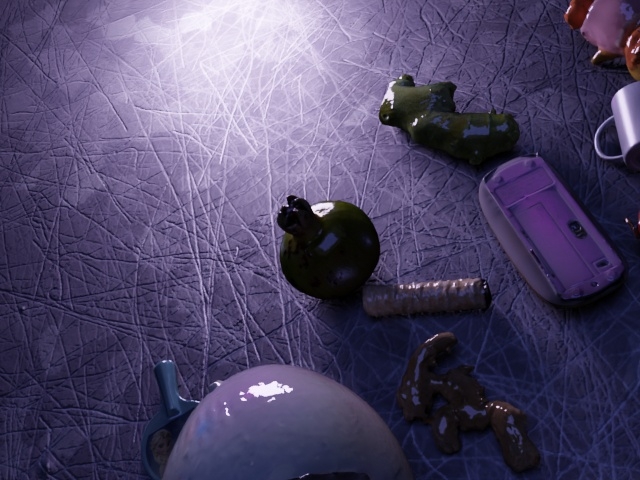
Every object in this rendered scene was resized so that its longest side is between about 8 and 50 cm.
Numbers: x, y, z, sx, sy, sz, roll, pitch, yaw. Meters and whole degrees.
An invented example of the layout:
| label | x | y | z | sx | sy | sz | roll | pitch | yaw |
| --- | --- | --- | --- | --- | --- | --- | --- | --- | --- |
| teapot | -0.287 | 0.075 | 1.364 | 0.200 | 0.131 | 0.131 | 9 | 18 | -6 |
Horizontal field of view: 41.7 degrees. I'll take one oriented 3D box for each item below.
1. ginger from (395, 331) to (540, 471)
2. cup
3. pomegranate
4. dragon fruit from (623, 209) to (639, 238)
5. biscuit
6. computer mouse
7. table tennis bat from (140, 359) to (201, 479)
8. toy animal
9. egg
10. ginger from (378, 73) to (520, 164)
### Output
| label | x | y | z | sx | sy | sz | roll | pitch | yaw |
| --- | --- | --- | --- | --- | --- | --- | --- | --- | --- |
| ginger | 0.224 | 0.273 | 1.313 | 0.149 | 0.065 | 0.258 | -44 | 62 | 4 |
| cup | 0.562 | -0.191 | 1.479 | 0.099 | 0.136 | 0.133 | 9 | 57 | -16 |
| pomegranate | 0.012 | -0.004 | 1.464 | 0.179 | 0.210 | 0.179 | -6 | 34 | 4 |
| dragon fruit | 0.572 | -0.024 | 1.346 | 0.136 | 0.133 | 0.165 | -26 | 38 | 56 |
| biscuit | 0.181 | 0.095 | 1.435 | 0.219 | 0.055 | 0.061 | -7 | 73 | 14 |
| computer mouse | 0.389 | -0.017 | 1.427 | 0.158 | 0.072 | 0.310 | -26 | 55 | -1 |
| table tennis bat | -0.248 | 0.314 | 1.454 | 0.149 | 0.038 | 0.237 | -23 | 58 | 4 |
| toy animal | 0.593 | -0.377 | 1.539 | 0.169 | 0.195 | 0.281 | -2 | 43 | -31 |
| egg | -0.060 | 0.338 | 1.207 | 0.355 | 0.354 | 0.339 | -27 | 35 | 0 |
| ginger | 0.239 | -0.236 | 1.605 | 0.137 | 0.089 | 0.290 | -41 | 54 | -19 |
